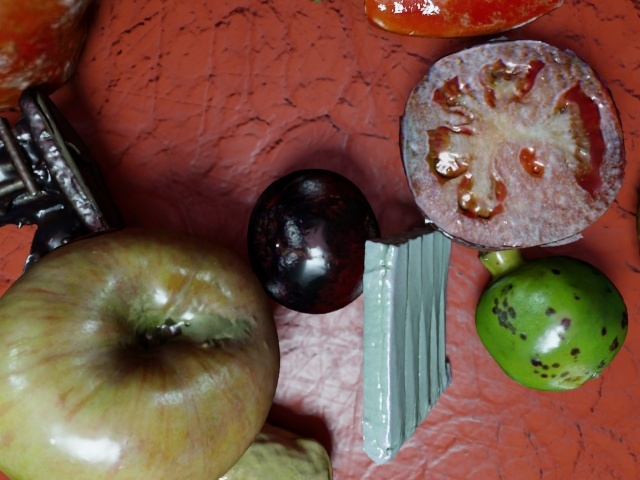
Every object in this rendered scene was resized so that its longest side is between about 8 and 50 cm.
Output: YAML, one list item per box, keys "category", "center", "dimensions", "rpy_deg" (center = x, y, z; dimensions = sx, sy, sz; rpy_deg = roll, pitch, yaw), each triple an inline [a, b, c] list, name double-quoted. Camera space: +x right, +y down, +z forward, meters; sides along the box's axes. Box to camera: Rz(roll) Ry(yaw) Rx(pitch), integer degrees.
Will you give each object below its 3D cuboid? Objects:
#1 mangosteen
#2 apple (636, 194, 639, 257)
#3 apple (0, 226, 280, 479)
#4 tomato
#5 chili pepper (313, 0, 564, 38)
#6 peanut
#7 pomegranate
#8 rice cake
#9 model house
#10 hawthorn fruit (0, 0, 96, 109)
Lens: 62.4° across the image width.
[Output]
- category: "mangosteen"
  center: [0.000, 0.000, 0.547]
  dimensions: [0.152, 0.152, 0.152]
  rpy_deg: [0, 94, 3]
- category: "apple"
  center: [0.411, -0.017, 0.521]
  dimensions: [0.173, 0.160, 0.195]
  rpy_deg: [-3, 87, 25]
- category: "apple"
  center: [-0.158, 0.108, 0.465]
  dimensions: [0.261, 0.261, 0.194]
  rpy_deg: [42, 139, 0]
- category: "tomato"
  center: [0.184, -0.090, 0.543]
  dimensions: [0.225, 0.085, 0.225]
  rpy_deg: [0, 84, 3]
- category: "chili pepper"
  center: [0.128, -0.251, 0.558]
  dimensions: [0.272, 0.063, 0.071]
  rpy_deg: [3, 106, 0]
- category: "peanut"
  center: [-0.146, 0.264, 0.567]
  dimensions: [0.319, 0.147, 0.147]
  rpy_deg: [4, 94, -7]
- category: "pomegranate"
  center: [0.230, 0.072, 0.540]
  dimensions: [0.143, 0.122, 0.169]
  rpy_deg: [-27, 93, 7]
- category: "rice cake"
  center: [0.092, 0.087, 0.533]
  dimensions: [0.037, 0.189, 0.198]
  rpy_deg: [1, 100, 32]
- category: "model house"
  center: [-0.305, -0.028, 0.557]
  dimensions: [0.164, 0.141, 0.203]
  rpy_deg: [-25, 95, -5]
- category: "hawthorn fruit"
  center: [-0.341, -0.275, 0.490]
  dimensions: [0.284, 0.284, 0.284]
  rpy_deg: [0, 94, 3]
